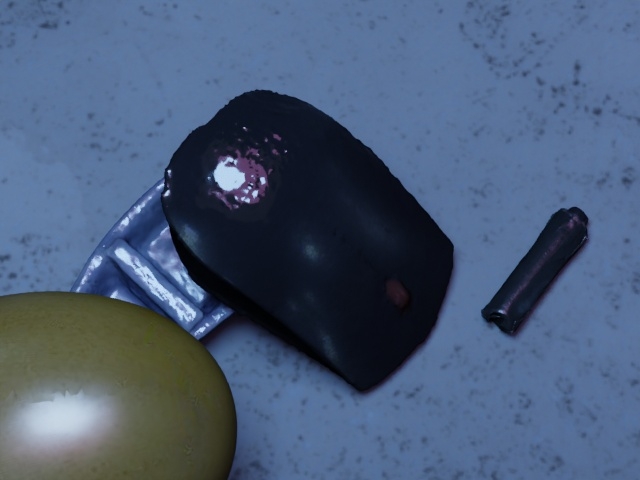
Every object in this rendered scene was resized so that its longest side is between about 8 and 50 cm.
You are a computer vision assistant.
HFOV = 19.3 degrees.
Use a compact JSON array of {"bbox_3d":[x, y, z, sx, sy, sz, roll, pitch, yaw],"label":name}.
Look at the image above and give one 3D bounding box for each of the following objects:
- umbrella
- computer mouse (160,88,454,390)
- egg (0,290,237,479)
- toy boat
[{"bbox_3d":[0.190,0.026,1.632,0.036,0.031,0.133,44,73,-19],"label":"umbrella"},{"bbox_3d":[0.002,0.000,1.532,0.295,0.087,0.168,38,75,-27],"label":"computer mouse"},{"bbox_3d":[-0.218,0.164,1.434,0.322,0.250,0.250,-15,74,15],"label":"egg"},{"bbox_3d":[-0.091,-0.004,1.594,0.127,0.078,0.283,44,75,9],"label":"toy boat"}]
